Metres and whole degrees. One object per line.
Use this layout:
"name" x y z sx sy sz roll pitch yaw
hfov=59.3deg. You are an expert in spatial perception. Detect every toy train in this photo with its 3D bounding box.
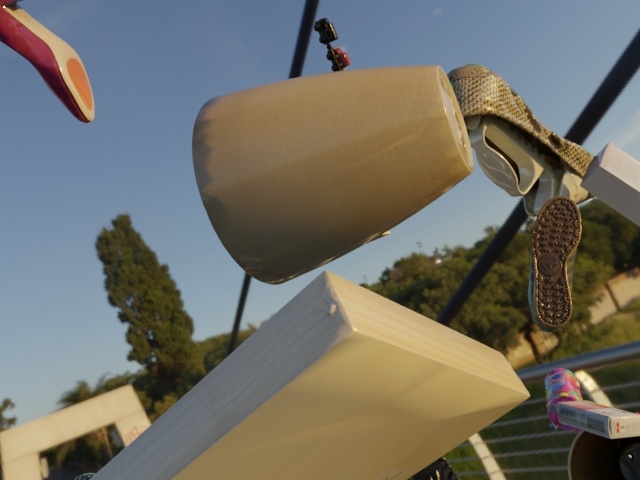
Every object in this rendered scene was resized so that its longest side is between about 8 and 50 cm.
"toy train" 0.035 -0.326 1.017 0.036 0.158 0.027 -18 17 25

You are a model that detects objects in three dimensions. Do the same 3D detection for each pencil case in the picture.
"pencil case" 0.668 0.434 1.538 0.105 0.104 0.236 -27 -1 22

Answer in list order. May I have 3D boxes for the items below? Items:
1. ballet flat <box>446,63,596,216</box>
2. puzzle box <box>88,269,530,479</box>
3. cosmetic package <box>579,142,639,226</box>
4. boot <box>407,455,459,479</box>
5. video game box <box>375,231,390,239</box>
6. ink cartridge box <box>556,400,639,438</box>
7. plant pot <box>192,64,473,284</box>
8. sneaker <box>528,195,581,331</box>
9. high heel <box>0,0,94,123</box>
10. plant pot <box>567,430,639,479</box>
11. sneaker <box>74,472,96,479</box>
"ballet flat" 0.407 -0.151 1.111 0.483 0.181 0.164 29 -33 -28
"puzzle box" -0.046 0.205 0.487 0.409 0.052 0.272 -42 -42 19
"cosmetic package" 0.589 -0.068 1.002 0.099 0.239 0.060 -46 -11 -43
"boot" 0.155 0.368 0.684 0.094 0.246 0.207 -27 -26 1
"video game box" 0.000 0.000 1.098 0.205 0.048 0.187 -5 -11 -42
"ink cartridge box" 0.554 0.319 1.026 0.180 0.045 0.145 -4 -6 -13
"plant pot" 0.033 -0.102 0.684 0.274 0.256 0.256 -17 -7 24
"sneaker" 0.328 0.039 0.805 0.064 0.192 0.086 7 -20 15
"high heel" -0.444 -0.278 0.846 0.117 0.244 0.082 -19 28 10
"plant pot" 0.701 0.507 1.233 0.237 0.237 0.254 -28 -30 28
"sneaker" -0.345 0.494 1.054 0.344 0.134 0.146 -20 -21 29
